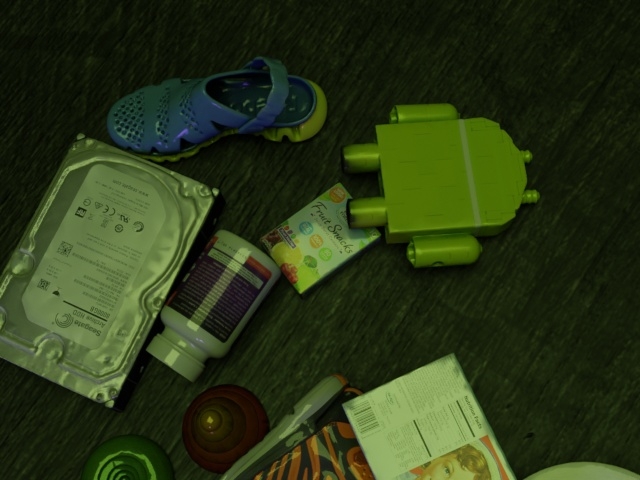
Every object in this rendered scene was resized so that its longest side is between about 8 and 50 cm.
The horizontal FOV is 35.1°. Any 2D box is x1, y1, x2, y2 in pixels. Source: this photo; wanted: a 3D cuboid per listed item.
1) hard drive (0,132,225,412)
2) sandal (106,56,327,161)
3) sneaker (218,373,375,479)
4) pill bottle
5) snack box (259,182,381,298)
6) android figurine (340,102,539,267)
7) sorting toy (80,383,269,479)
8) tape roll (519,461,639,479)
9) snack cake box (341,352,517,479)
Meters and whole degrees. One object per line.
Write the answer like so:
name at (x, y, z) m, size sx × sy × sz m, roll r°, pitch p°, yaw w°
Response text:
hard drive at (-0.311, 0.040, 1.422) m, size 0.237 × 0.064 × 0.338 m, roll 23°, pitch 78°, yaw 11°
sandal at (-0.154, -0.197, 1.440) m, size 0.318 × 0.138 × 0.126 m, roll -11°, pitch 75°, yaw 4°
sneaker at (-0.025, 0.334, 1.279) m, size 0.180 × 0.124 × 0.321 m, roll 42°, pitch 81°, yaw 16°
pill bottle at (-0.148, 0.091, 1.369) m, size 0.108 × 0.108 × 0.193 m, roll 32°, pitch 78°, yaw 13°
snack box at (0.000, 0.000, 1.418) m, size 0.141 × 0.037 × 0.100 m, roll -35°, pitch 76°, yaw -7°
android figurine at (0.167, -0.083, 1.406) m, size 0.273 × 0.056 × 0.248 m, roll -5°, pitch 68°, yaw -6°
sorting toy at (-0.242, 0.298, 1.308) m, size 0.366 × 0.126 × 0.127 m, roll -28°, pitch 74°, yaw -4°
tape roll at (0.326, 0.416, 1.237) m, size 0.286 × 0.100 × 0.286 m, roll -1°, pitch 73°, yaw 5°
snack cake box at (0.149, 0.286, 1.198) m, size 0.152 × 0.089 × 0.264 m, roll -24°, pitch 70°, yaw -1°
